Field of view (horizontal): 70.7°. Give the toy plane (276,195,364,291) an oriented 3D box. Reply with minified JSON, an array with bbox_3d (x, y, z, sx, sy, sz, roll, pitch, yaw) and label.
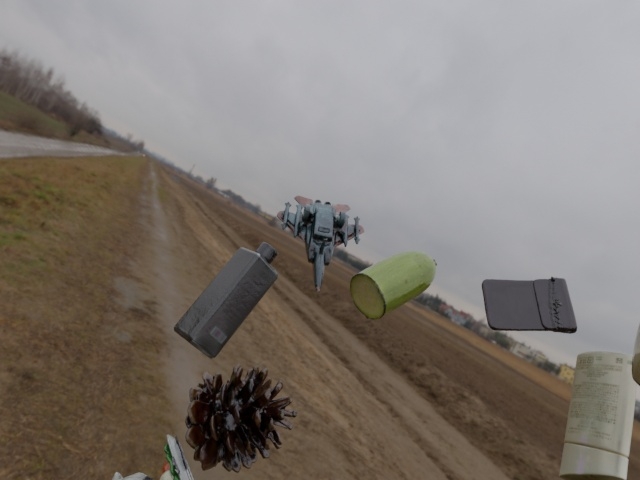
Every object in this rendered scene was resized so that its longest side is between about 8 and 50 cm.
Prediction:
[{"bbox_3d":[0.002,-0.006,1.056,0.222,0.105,0.326,11,32,-6],"label":"toy plane"}]

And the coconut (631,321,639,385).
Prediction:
[{"bbox_3d":[0.667,0.208,0.789,0.224,0.224,0.224,28,-1,0],"label":"coconut"}]

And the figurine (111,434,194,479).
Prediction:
[{"bbox_3d":[-0.242,0.347,0.589,0.153,0.132,0.132,-21,23,-23],"label":"figurine"}]

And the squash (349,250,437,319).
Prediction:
[{"bbox_3d":[0.211,0.104,1.209,0.247,0.133,0.132,-22,30,-31],"label":"squash"}]

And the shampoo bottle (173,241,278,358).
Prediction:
[{"bbox_3d":[-0.174,0.107,0.900,0.079,0.246,0.080,17,-28,47],"label":"shampoo bottle"}]

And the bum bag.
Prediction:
[{"bbox_3d":[0.387,0.118,0.843,0.159,0.109,0.026,0,-33,4],"label":"bum bag"}]

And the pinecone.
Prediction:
[{"bbox_3d":[-0.187,0.417,1.094,0.264,0.264,0.264,28,-1,0],"label":"pinecone"}]

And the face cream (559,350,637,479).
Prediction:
[{"bbox_3d":[0.738,0.471,1.197,0.081,0.349,0.173,28,-23,-15],"label":"face cream"}]
